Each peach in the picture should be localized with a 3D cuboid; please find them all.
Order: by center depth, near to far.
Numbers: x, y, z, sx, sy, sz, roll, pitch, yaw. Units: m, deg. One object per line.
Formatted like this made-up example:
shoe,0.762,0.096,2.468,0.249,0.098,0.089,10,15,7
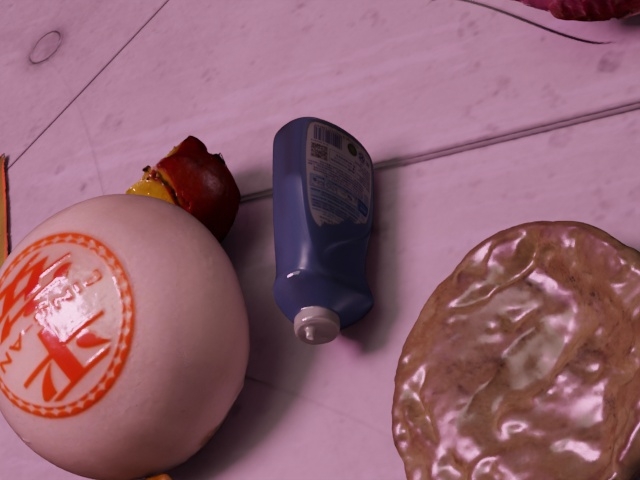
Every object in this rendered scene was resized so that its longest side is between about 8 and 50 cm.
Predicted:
peach,-0.139,-0.009,1.384,0.172,0.092,0.127,-46,6,8

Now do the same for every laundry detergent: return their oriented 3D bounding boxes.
laundry detergent,0.001,0.000,1.264,0.061,0.097,0.206,-25,43,28

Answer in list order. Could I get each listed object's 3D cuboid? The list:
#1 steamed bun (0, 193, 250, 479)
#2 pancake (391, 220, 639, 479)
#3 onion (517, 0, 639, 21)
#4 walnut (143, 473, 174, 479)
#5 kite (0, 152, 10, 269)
steamed bun,-0.176,0.075,1.261,0.232,0.145,0.231,-3,84,35
pancake,0.146,0.098,1.098,0.242,0.050,0.242,-28,46,33
onion,0.215,-0.271,1.274,0.230,0.163,0.230,1,71,-2
walnut,-0.168,0.254,1.211,0.170,0.069,0.143,-34,20,12
kite,-0.415,0.043,1.656,0.377,0.013,0.327,12,65,46
